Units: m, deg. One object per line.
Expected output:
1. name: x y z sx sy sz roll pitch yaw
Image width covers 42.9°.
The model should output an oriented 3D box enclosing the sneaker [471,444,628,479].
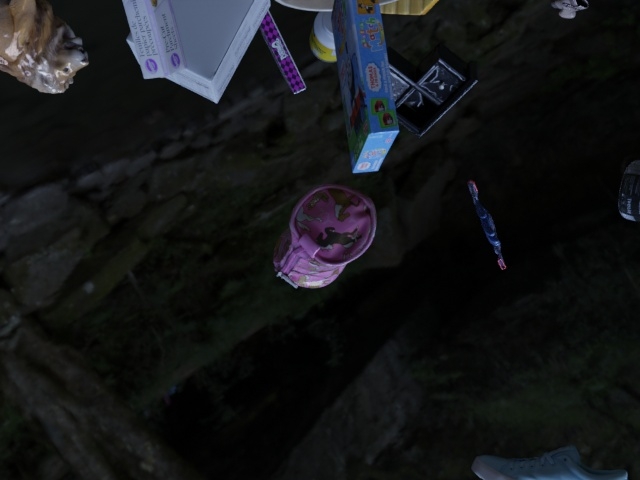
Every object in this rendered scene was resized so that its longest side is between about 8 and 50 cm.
1. sneaker: 0.556 0.553 1.961 0.366 0.150 0.135 14 176 12

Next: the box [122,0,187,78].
1. box: -0.314 -0.453 1.437 0.063 0.324 0.067 0 -156 28

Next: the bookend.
1. bookend: 0.170 -0.293 1.451 0.157 0.156 0.072 -43 -157 35

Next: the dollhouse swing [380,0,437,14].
1. dollhouse swing: 0.097 -0.704 1.870 0.347 0.305 0.315 15 -170 34

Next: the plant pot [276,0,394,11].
1. plant pot: 0.037 -0.533 1.276 0.257 0.274 0.256 -5 178 0

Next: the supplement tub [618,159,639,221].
1. supplement tub: 0.657 -0.080 1.488 0.190 0.117 0.117 14 -146 36

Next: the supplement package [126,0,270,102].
1. supplement package: -0.258 -0.473 1.759 0.262 0.204 0.145 -63 178 -9

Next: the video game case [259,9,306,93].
1. video game case: -0.116 -0.506 2.099 0.042 0.232 0.210 -27 -156 2

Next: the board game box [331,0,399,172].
1. board game box: 0.049 -0.203 0.964 0.039 0.211 0.160 -6 170 -5

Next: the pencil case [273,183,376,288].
1. pencil case: 0.000 0.000 1.621 0.386 0.160 0.167 129 -26 -76

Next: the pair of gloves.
1. pair of gloves: 0.362 -0.031 1.746 0.023 0.159 0.198 -22 142 14

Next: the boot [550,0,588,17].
1. boot: 0.678 -0.626 2.179 0.118 0.042 0.087 10 -179 -39

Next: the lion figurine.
1. lion figurine: -0.555 -0.354 1.311 0.142 0.240 0.392 20 -159 33

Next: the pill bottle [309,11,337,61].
1. pill bottle: 0.032 -0.483 1.877 0.103 0.103 0.184 -31 -179 -7
